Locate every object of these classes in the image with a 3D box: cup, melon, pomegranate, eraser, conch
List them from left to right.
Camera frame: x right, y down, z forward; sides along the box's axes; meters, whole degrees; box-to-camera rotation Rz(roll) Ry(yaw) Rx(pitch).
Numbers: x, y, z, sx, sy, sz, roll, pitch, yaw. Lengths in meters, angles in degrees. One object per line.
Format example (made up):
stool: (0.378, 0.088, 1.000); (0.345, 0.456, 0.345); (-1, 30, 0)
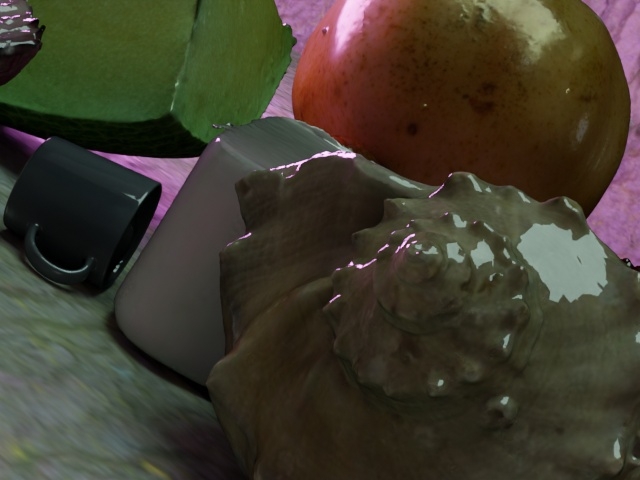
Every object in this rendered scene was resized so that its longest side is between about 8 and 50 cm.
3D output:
melon: (-0.220, -0.196, 1.204); (0.343, 0.226, 0.331); (9, 29, 15)
cup: (-0.158, -0.013, 0.938); (0.077, 0.078, 0.100); (28, 41, 2)
eraser: (0.040, 0.050, 1.007); (0.331, 0.150, 0.331); (29, 9, -5)
conch: (0.037, 0.086, 0.753); (0.186, 0.324, 0.263); (-33, 57, -29)
pomegranate: (0.165, -0.176, 1.728); (0.416, 0.417, 0.416); (32, 10, -6)

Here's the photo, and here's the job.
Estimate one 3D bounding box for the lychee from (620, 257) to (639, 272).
lychee: (0.249, 0.103, 1.317); (0.188, 0.188, 0.188); (32, 10, -6)

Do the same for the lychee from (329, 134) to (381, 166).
lychee: (0.008, -0.062, 1.542); (0.140, 0.101, 0.114); (24, 12, -35)

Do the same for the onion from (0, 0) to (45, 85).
onion: (-0.335, -0.164, 1.017); (0.247, 0.111, 0.250); (-2, 43, -24)
